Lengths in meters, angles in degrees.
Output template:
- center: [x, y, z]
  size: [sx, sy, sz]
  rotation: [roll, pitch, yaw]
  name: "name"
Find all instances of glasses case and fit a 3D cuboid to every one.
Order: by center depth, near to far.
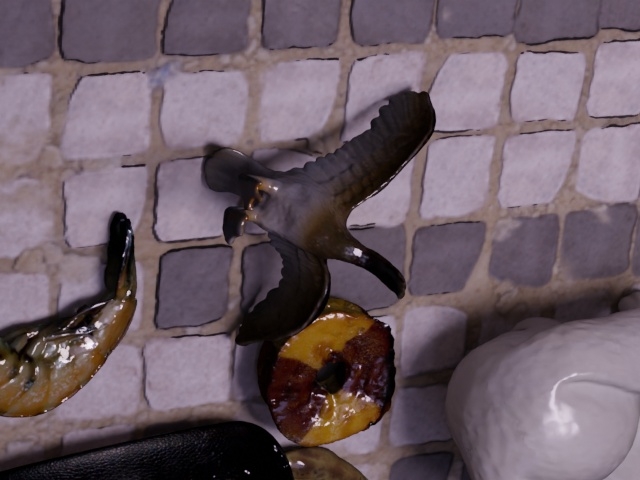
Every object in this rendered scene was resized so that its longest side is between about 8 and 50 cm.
- center: [-0.170, 0.238, 1.525]
  size: [0.314, 0.075, 0.122]
  rotation: [-11, 75, -22]
  name: "glasses case"

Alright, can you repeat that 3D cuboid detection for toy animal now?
- center: [-0.010, -0.002, 1.452]
  size: [0.160, 0.197, 0.272]
  rotation: [21, 108, -29]
  name: "toy animal"
- center: [0.243, 0.161, 1.641]
  size: [0.265, 0.206, 0.272]
  rotation: [15, 109, -35]
  name: "toy animal"

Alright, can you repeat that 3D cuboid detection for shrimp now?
- center: [-0.252, 0.026, 1.429]
  size: [0.198, 0.051, 0.262]
  rotation: [-47, 128, -7]
  name: "shrimp"

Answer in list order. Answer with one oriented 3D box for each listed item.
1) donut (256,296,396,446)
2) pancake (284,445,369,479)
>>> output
- center: [0.005, 0.117, 1.587]
  size: [0.140, 0.059, 0.140]
  rotation: [-11, 119, -21]
  name: "donut"
- center: [-0.043, 0.309, 1.676]
  size: [0.250, 0.031, 0.250]
  rotation: [-12, 121, -21]
  name: "pancake"
